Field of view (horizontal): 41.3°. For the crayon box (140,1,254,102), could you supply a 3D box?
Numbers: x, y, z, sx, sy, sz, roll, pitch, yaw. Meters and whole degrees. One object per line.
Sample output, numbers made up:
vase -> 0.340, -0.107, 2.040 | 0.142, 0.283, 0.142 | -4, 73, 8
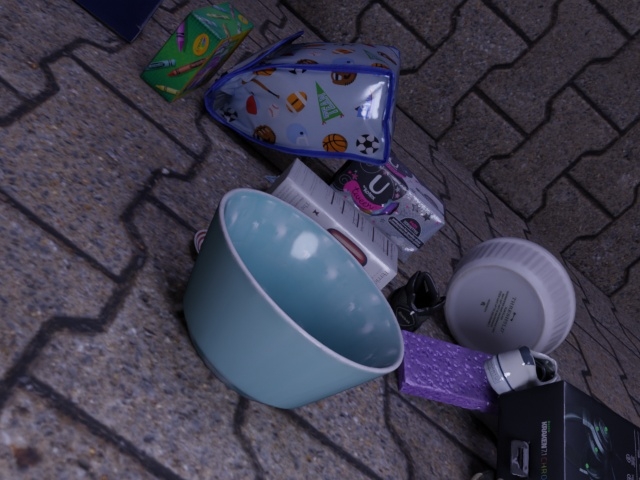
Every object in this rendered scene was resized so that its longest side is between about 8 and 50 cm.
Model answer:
crayon box -> -0.241, -0.385, 1.709 | 0.081, 0.165, 0.278 | 42, 20, -6

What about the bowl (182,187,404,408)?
bowl -> -0.056, 0.097, 1.112 | 0.311, 0.163, 0.311 | 38, 20, -17

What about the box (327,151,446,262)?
box -> 0.155, -0.098, 1.941 | 0.247, 0.142, 0.163 | 42, 20, -6

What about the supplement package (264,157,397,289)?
supplement package -> 0.000, 0.000, 1.449 | 0.244, 0.139, 0.134 | 40, 19, -9

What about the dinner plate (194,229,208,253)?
dinner plate -> -0.138, 0.039, 1.284 | 0.141, 0.017, 0.141 | 38, 21, -18

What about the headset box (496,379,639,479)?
headset box -> 0.402, 0.386, 1.340 | 0.283, 0.131, 0.246 | 31, 52, -32

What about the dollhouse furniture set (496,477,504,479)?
dollhouse furniture set -> 0.228, 0.469, 0.894 | 0.152, 0.201, 0.374 | 36, 15, -20

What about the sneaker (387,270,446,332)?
sneaker -> 0.184, 0.113, 1.602 | 0.087, 0.130, 0.227 | 48, 18, 5

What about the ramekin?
ramekin -> 0.379, 0.135, 1.759 | 0.273, 0.273, 0.127 | 49, 31, 12

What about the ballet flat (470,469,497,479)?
ballet flat -> 0.281, 0.396, 1.366 | 0.173, 0.049, 0.057 | 18, 77, -50

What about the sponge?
sponge -> 0.230, 0.231, 1.469 | 0.210, 0.031, 0.117 | 17, 41, -17

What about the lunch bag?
lunch bag -> -0.029, -0.319, 1.812 | 0.386, 0.238, 0.328 | 5, 20, 7

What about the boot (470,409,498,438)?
boot -> 0.369, 0.354, 1.525 | 0.258, 0.095, 0.123 | 38, 17, -16

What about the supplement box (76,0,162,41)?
supplement box -> -0.394, -0.593, 1.782 | 0.195, 0.194, 0.356 | 36, 22, -20

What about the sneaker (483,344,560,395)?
sneaker -> 0.371, 0.245, 1.460 | 0.258, 0.091, 0.094 | 29, 40, -54

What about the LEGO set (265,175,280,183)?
LEGO set -> -0.041, -0.050, 1.638 | 0.182, 0.060, 0.244 | 43, 11, 6
